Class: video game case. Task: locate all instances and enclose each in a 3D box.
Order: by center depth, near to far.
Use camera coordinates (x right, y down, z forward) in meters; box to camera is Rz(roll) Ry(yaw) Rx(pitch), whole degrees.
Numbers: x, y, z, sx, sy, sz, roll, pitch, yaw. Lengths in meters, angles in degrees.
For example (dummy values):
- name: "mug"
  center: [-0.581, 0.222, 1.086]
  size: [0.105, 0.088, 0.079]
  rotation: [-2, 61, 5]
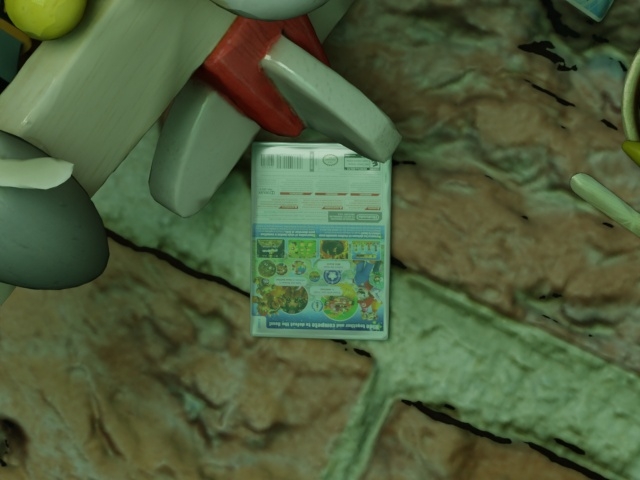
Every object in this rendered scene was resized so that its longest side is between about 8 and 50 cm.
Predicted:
- name: "video game case"
  center: [0.000, 0.000, 0.944]
  size: [0.087, 0.011, 0.122]
  rotation: [1, 95, 6]

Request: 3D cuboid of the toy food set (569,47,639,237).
- name: "toy food set"
  center: [0.243, -0.077, 0.894]
  size: [0.132, 0.038, 0.192]
  rotation: [32, 98, 3]

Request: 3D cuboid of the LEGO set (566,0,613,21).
- name: "LEGO set"
  center: [0.153, -0.223, 0.793]
  size: [0.060, 0.244, 0.182]
  rotation: [34, 99, 34]

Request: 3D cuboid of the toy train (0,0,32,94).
- name: "toy train"
  center: [-0.290, -0.181, 0.811]
  size: [0.142, 0.334, 0.190]
  rotation: [-24, 52, 32]

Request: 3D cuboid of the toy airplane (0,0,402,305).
- name: "toy airplane"
  center: [-0.066, -0.145, 0.748]
  size: [0.384, 0.272, 0.386]
  rotation: [-14, 113, -34]
